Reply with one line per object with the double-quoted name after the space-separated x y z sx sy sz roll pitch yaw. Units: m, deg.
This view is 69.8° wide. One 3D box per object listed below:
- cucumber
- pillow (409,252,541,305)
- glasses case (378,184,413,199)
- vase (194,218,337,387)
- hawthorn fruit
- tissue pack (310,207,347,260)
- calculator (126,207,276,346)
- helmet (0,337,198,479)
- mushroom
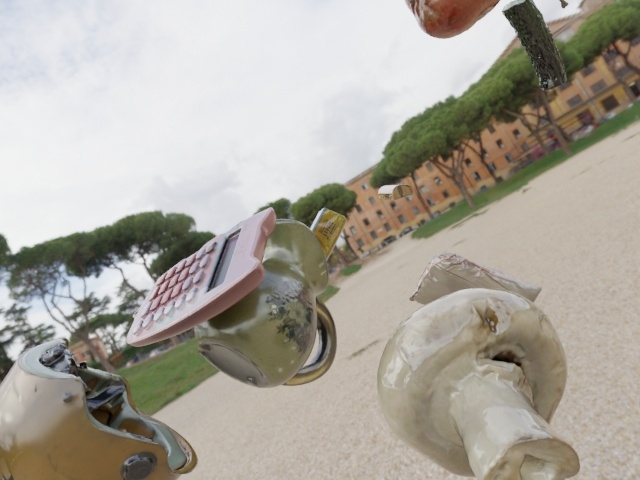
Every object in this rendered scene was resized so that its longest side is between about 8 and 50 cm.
0.415 -0.376 0.878 0.058 0.187 0.058 -34 23 16 "cucumber"
0.376 0.134 1.137 0.067 0.270 0.174 -54 -15 -63 "pillow"
0.229 -0.153 1.424 0.064 0.041 0.170 -17 7 -4 "glasses case"
-0.078 0.163 0.974 0.240 0.329 0.302 -15 34 44 "vase"
0.275 -0.416 0.731 0.285 0.166 0.165 -8 -9 -9 "hawthorn fruit"
0.000 0.000 1.273 0.169 0.082 0.120 -62 4 -4 "tissue pack"
-0.211 0.072 0.804 0.329 0.048 0.220 -27 31 22 "calculator"
-0.253 0.216 0.491 0.130 0.224 0.198 -46 29 -17 "helmet"
0.240 0.215 0.637 0.292 0.293 0.290 -29 13 -5 "mushroom"
